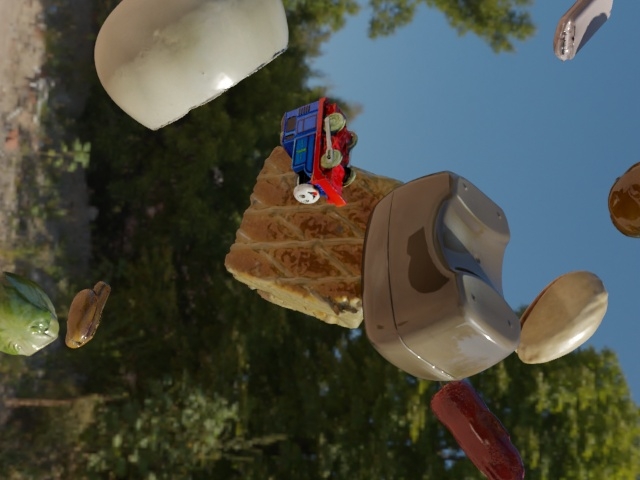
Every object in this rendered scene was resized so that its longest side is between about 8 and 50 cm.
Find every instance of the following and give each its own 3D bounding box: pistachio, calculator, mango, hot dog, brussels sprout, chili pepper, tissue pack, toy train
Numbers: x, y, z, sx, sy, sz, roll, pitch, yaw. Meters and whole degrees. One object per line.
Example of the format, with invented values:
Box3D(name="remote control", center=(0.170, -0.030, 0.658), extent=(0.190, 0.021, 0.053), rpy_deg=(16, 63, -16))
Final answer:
Box3D(name="pistachio", center=(0.675, 0.220, 2.435), extent=(0.318, 0.214, 0.193), rpy_deg=(-44, -155, 5))
Box3D(name="calculator", center=(0.477, -0.399, 1.545), extent=(0.175, 0.032, 0.100), rpy_deg=(-46, 150, -20))
Box3D(name="mango", center=(0.646, -0.090, 1.619), extent=(0.249, 0.151, 0.156), rpy_deg=(-28, -145, 59))
Box3D(name="hot dog", center=(-0.452, 0.143, 1.672), extent=(0.089, 0.060, 0.140), rpy_deg=(104, -5, -46))
Box3D(name="brussels sprout", center=(-0.483, 0.114, 1.338), extent=(0.155, 0.117, 0.155), rpy_deg=(53, -4, 6))
Box3D(name="chili pepper", center=(0.336, 0.411, 1.880), extent=(0.387, 0.110, 0.110), rpy_deg=(55, -38, 43))
Box3D(name="tissue pack", center=(0.219, 0.076, 1.699), extent=(0.277, 0.267, 0.387), rpy_deg=(-25, -133, 32))
Box3D(name="toy train", center=(-0.004, -0.153, 1.535), extent=(0.083, 0.131, 0.204), rpy_deg=(50, 34, -44))

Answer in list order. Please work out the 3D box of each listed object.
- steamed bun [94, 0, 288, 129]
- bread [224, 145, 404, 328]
Box3D(name="steamed bun", center=(-0.217, -0.337, 1.408), extent=(0.206, 0.324, 0.324), rpy_deg=(57, -1, -16))
Box3D(name="bread", center=(0.000, 0.000, 2.172), extent=(0.279, 0.390, 0.371), rpy_deg=(52, 56, -71))
